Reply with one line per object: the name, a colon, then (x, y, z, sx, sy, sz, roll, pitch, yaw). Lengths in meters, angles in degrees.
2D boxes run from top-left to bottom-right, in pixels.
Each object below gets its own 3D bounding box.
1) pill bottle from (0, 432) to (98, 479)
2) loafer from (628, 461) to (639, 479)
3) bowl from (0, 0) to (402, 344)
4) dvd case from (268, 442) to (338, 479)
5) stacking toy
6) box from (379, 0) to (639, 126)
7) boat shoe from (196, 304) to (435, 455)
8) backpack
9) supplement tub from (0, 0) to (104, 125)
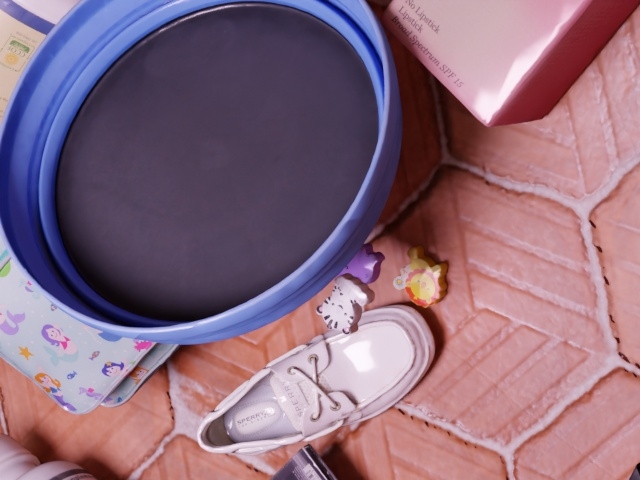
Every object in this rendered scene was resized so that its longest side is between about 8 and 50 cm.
pill bottle: (-0.269, 0.350, 1.723, 0.318, 0.176, 0.176, 34, 113, 22)
loafer: (0.302, 0.236, 1.430, 0.223, 0.076, 0.078, -38, 72, 24)
bowl: (-0.109, -0.087, 1.443, 0.391, 0.077, 0.391, -9, 64, 19)
dvd case: (-0.021, 0.330, 1.642, 0.164, 0.018, 0.221, 52, 129, 12)
stacking toy: (0.000, 0.000, 1.517, 0.221, 0.167, 0.052, 38, 115, 20)
box: (0.190, -0.233, 1.392, 0.148, 0.127, 0.232, 47, 118, 17)
boat shoe: (-0.009, 0.153, 1.586, 0.277, 0.096, 0.098, -33, 80, 30)
backpack: (-0.245, 0.033, 1.619, 0.253, 0.191, 0.225, 44, 120, -3)
supplement tub: (-0.353, -0.198, 1.663, 0.228, 0.228, 0.316, 49, 117, 16)
